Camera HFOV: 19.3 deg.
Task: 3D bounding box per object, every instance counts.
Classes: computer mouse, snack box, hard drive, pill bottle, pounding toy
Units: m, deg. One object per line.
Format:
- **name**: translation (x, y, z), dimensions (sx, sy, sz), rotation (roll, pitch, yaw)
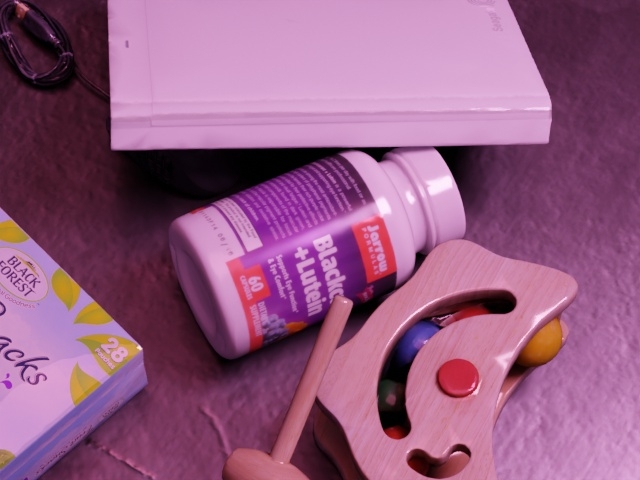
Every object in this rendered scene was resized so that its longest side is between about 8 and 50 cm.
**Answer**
- **computer mouse**: translation (-0.155, -0.115, 1.421), dimensions (0.242, 0.041, 0.071), rotation (35, 66, 15)
- **snack box**: translation (-0.251, 0.073, 1.295), dimensions (0.174, 0.070, 0.207), rotation (-40, 72, -20)
- **hard drive**: translation (-0.002, -0.130, 1.387), dimensions (0.307, 0.040, 0.203), rotation (-2, 33, -6)
- **pill bottle**: translation (0.000, 0.000, 1.330), dimensions (0.193, 0.108, 0.108), rotation (-23, 65, -15)
- **pounding toy**: translation (0.077, 0.106, 1.250), dimensions (0.154, 0.155, 0.269), rotation (36, 65, 20)
